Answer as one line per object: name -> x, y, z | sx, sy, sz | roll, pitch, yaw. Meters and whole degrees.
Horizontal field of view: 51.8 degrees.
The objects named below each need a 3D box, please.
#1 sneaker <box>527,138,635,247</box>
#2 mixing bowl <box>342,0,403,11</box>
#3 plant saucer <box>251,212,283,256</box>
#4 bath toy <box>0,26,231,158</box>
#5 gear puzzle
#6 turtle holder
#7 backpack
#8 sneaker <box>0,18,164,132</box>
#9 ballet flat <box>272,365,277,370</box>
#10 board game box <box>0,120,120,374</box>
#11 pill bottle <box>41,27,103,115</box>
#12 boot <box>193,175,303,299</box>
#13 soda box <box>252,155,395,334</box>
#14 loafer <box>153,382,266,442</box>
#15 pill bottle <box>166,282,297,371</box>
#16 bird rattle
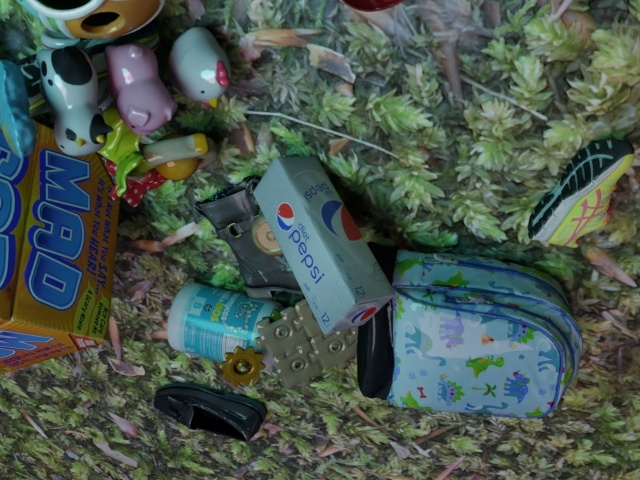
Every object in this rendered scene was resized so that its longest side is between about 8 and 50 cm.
sneaker -> 0.401, -0.064, 0.977 | 0.094, 0.082, 0.208 | 23, 138, -6
mixing bowl -> 0.069, -0.387, 0.805 | 0.098, 0.181, 0.181 | 57, 139, 29
plant saucer -> -0.084, -0.010, 1.155 | 0.083, 0.015, 0.084 | 4, 107, 11
bath toy -> -0.276, -0.212, 0.950 | 0.129, 0.348, 0.152 | 38, 139, 42
gear puzzle -> -0.031, 0.185, 1.248 | 0.338, 0.044, 0.176 | -26, 114, -6
turtle holder -> -0.312, -0.416, 0.842 | 0.243, 0.227, 0.320 | 4, 124, -2
backpack -> 0.250, 0.161, 1.113 | 0.355, 0.273, 0.290 | 1, 112, -4
sneaker -> -0.372, -0.237, 1.029 | 0.299, 0.111, 0.121 | -29, 141, -12
ballet flat -> -0.103, 0.253, 1.451 | 0.041, 0.041, 0.114 | -5, 124, 25
board game box -> -0.611, 0.008, 1.149 | 0.356, 0.357, 0.356 | -19, 151, 32
pill bottle -> -0.410, -0.277, 1.110 | 0.087, 0.087, 0.160 | 13, 130, 11
boot -> -0.084, -0.012, 1.198 | 0.262, 0.091, 0.229 | -14, 112, 22
soda box -> 0.000, 0.000, 1.063 | 0.098, 0.091, 0.286 | -51, 58, 40
loafer -> -0.286, 0.423, 1.612 | 0.302, 0.095, 0.109 | 4, 128, 18
pill bottle -> -0.165, 0.180, 1.340 | 0.264, 0.146, 0.146 | 12, 130, 12
bird rattle -> -0.275, -0.125, 1.124 | 0.206, 0.143, 0.253 | -12, 169, -5
